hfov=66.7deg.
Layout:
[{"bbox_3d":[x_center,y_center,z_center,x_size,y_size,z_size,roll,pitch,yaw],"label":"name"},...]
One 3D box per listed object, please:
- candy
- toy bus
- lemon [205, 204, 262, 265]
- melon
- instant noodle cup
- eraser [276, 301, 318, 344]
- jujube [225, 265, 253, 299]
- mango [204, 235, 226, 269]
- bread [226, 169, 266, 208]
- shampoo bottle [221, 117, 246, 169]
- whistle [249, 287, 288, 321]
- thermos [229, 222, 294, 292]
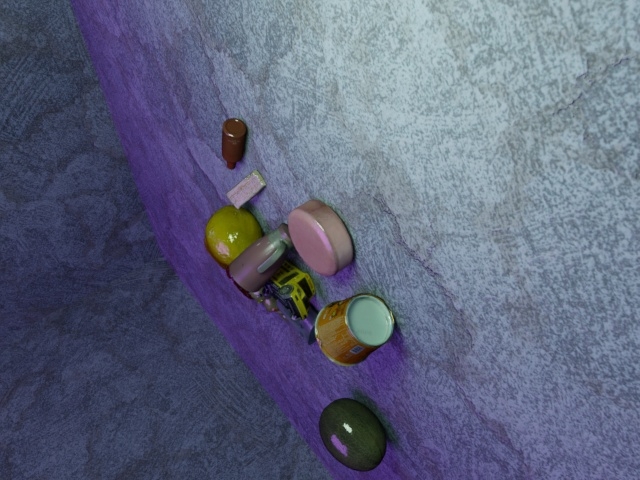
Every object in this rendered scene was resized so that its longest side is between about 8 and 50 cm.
[{"bbox_3d":[0.000,0.000,1.520,0.255,0.094,0.255,41,149,32],"label":"candy"},{"bbox_3d":[-0.133,0.173,1.891,0.330,0.152,0.144,30,148,50],"label":"toy bus"},{"bbox_3d":[-0.352,-0.018,1.985,0.263,0.236,0.236,33,145,31],"label":"lemon"},{"bbox_3d":[0.134,0.792,1.984,0.302,0.237,0.237,42,150,28],"label":"melon"},{"bbox_3d":[0.112,0.263,1.494,0.215,0.216,0.172,56,146,7],"label":"instant noodle cup"},{"bbox_3d":[-0.088,0.306,2.035,0.227,0.081,0.174,46,152,27],"label":"eraser"},{"bbox_3d":[-0.341,0.166,2.275,0.155,0.155,0.230,11,137,58],"label":"jujube"},{"bbox_3d":[-0.478,0.045,2.398,0.166,0.136,0.236,23,143,47],"label":"mango"},{"bbox_3d":[-0.276,-0.190,1.802,0.077,0.105,0.152,53,156,-3],"label":"bread"},{"bbox_3d":[-0.315,-0.334,1.742,0.085,0.085,0.244,54,156,11],"label":"shampoo bottle"},{"bbox_3d":[-0.227,0.266,2.183,0.141,0.141,0.294,2,121,61],"label":"whistle"},{"bbox_3d":[-0.191,0.057,1.744,0.146,0.265,0.176,41,-159,-18],"label":"thermos"}]
